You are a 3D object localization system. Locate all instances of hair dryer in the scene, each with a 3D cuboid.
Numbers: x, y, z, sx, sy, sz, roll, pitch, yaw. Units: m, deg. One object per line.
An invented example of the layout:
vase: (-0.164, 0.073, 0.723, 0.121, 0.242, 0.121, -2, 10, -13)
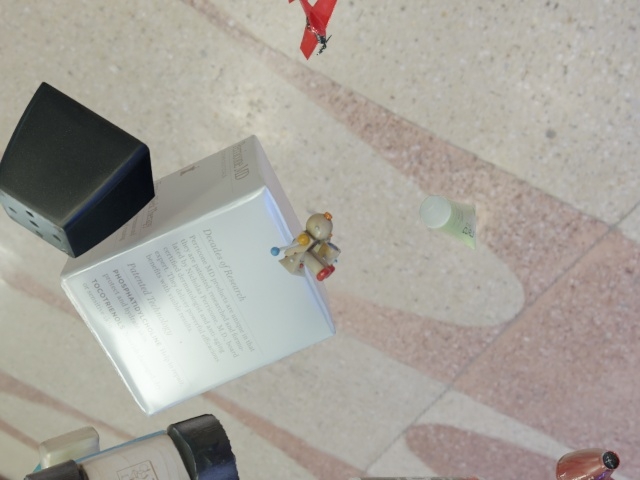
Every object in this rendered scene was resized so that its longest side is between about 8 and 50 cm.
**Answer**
hair dryer: (0.572, 0.471, 1.694, 0.223, 0.080, 0.293, 0, 147, 33)

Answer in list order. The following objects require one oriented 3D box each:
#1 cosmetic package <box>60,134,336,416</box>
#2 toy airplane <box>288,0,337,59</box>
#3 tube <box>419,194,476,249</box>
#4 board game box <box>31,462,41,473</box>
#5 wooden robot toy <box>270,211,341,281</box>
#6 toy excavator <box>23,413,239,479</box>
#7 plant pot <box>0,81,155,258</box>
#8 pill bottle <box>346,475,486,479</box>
cosmetic package: (-0.223, 0.057, 1.665, 0.393, 0.329, 0.327, -24, 113, 3)
toy airplane: (-0.015, -0.347, 1.305, 0.028, 0.151, 0.151, -6, 154, -26)
tube: (0.259, -0.041, 1.652, 0.062, 0.070, 0.240, 44, -167, 25)
board game box: (-0.408, 0.575, 1.667, 0.253, 0.079, 0.336, 33, -172, -37)
wooden robot toy: (0.000, 0.000, 1.156, 0.076, 0.173, 0.079, 37, 106, 8)
toy excavator: (-0.256, 0.373, 1.097, 0.433, 0.222, 0.445, 59, 146, 27)
plant pot: (-0.376, -0.088, 1.298, 0.188, 0.167, 0.187, 33, 158, 5)
pill bottle: (0.112, 0.434, 1.295, 0.283, 0.161, 0.161, 1, 143, -5)
